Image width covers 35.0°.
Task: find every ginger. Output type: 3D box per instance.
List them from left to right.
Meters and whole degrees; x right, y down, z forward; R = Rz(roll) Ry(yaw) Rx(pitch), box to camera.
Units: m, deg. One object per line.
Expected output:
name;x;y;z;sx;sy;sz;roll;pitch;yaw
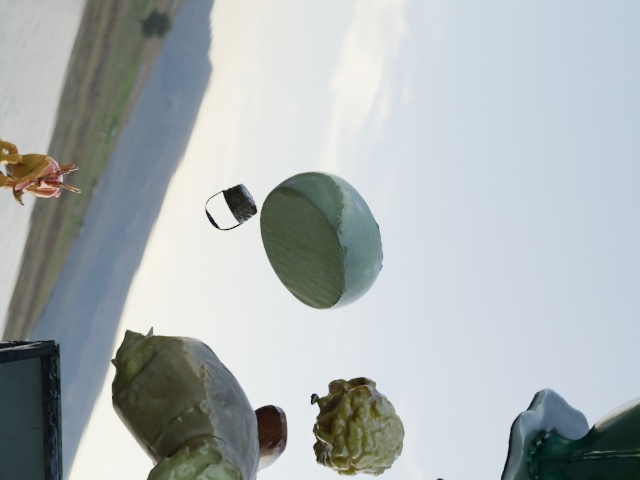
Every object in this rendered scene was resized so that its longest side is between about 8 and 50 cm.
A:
ginger;-0.153;0.215;1.189;0.138;0.152;0.267;-39;-119;13

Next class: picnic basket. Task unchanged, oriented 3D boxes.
picnic basket;-0.156;-0.054;1.745;0.083;0.072;0.072;-27;-155;7

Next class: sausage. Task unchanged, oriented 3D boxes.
sausage;-0.123;0.352;1.725;0.300;0.083;0.089;129;-29;-59

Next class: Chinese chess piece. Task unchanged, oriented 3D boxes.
Chinese chess piece;0.000;0.000;1.796;0.250;0.101;0.250;31;-47;40

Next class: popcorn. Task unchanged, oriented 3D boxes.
popcorn;0.059;0.319;1.734;0.180;0.170;0.180;-50;-164;19

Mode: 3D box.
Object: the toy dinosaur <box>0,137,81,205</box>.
toy dinosaur;-0.390;-0.089;1.405;0.288;0.117;0.070;31;-69;62

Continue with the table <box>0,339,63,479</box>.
table;-0.455;0.289;1.114;0.272;0.222;0.335;-1;88;-64

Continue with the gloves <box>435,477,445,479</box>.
gloves;0.083;0.325;1.070;0.129;0.106;0.181;-118;-139;-67

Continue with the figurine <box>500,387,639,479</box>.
figurine;0.378;0.255;1.032;0.340;0.323;0.231;-8;-125;45
